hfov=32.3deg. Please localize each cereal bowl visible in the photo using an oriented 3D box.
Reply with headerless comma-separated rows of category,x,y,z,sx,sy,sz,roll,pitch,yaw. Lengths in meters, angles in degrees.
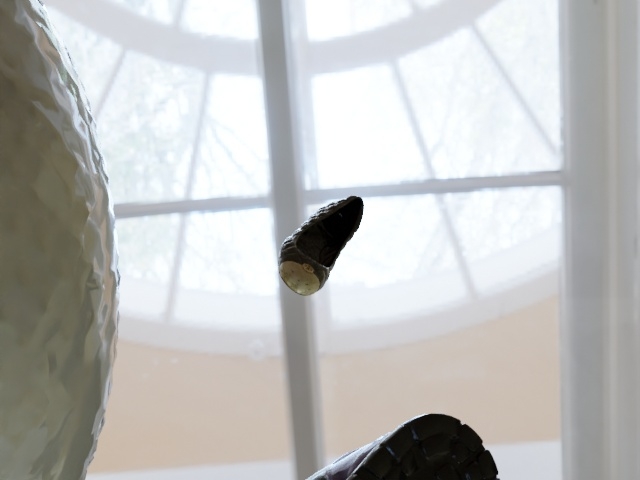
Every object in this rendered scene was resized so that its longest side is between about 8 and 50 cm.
cereal bowl,-0.194,0.007,0.493,0.339,0.338,0.141,10,-169,44

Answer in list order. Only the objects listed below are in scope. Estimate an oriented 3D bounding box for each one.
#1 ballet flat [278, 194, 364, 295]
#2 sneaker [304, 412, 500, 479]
ballet flat,0.000,0.000,1.117,0.049,0.057,0.173,-46,-173,33
sneaker,-0.028,0.204,0.623,0.283,0.107,0.124,-25,176,-32
